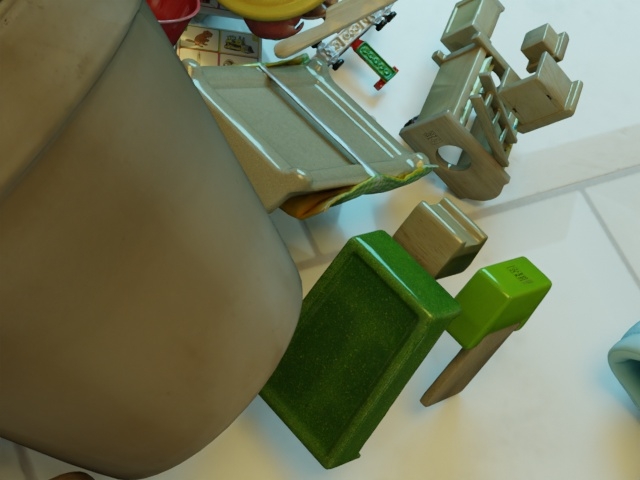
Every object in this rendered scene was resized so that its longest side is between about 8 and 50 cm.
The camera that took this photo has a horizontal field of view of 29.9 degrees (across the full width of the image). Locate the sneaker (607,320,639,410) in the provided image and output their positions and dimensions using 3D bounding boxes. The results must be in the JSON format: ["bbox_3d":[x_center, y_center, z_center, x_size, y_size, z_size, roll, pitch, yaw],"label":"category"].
[{"bbox_3d":[0.348,0.214,0.946,0.150,0.135,0.366,-17,58,-19],"label":"sneaker"}]

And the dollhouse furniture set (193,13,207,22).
[{"bbox_3d":[-0.088,-0.274,1.116,0.076,0.058,0.151,41,55,8],"label":"dollhouse furniture set"}]

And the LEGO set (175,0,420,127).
[{"bbox_3d":[-0.015,-0.149,1.088,0.244,0.060,0.182,5,73,-16],"label":"LEGO set"}]

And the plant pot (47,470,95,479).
[{"bbox_3d":[-0.137,0.241,0.734,0.165,0.167,0.167,43,56,17],"label":"plant pot"}]

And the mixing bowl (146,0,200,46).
[{"bbox_3d":[-0.193,-0.166,0.929,0.181,0.098,0.181,17,27,-9],"label":"mixing bowl"}]

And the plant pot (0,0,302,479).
[{"bbox_3d":[-0.171,-0.002,0.751,0.280,0.323,0.323,46,51,-25],"label":"plant pot"}]

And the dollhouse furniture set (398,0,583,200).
[{"bbox_3d":[0.184,-0.146,1.063,0.101,0.161,0.182,43,52,-25],"label":"dollhouse furniture set"}]

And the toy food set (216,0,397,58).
[{"bbox_3d":[-0.043,-0.236,1.044,0.128,0.071,0.218,-35,71,-10],"label":"toy food set"}]

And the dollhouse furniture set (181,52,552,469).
[{"bbox_3d":[0.000,0.000,0.951,0.301,0.151,0.197,46,30,22],"label":"dollhouse furniture set"}]
